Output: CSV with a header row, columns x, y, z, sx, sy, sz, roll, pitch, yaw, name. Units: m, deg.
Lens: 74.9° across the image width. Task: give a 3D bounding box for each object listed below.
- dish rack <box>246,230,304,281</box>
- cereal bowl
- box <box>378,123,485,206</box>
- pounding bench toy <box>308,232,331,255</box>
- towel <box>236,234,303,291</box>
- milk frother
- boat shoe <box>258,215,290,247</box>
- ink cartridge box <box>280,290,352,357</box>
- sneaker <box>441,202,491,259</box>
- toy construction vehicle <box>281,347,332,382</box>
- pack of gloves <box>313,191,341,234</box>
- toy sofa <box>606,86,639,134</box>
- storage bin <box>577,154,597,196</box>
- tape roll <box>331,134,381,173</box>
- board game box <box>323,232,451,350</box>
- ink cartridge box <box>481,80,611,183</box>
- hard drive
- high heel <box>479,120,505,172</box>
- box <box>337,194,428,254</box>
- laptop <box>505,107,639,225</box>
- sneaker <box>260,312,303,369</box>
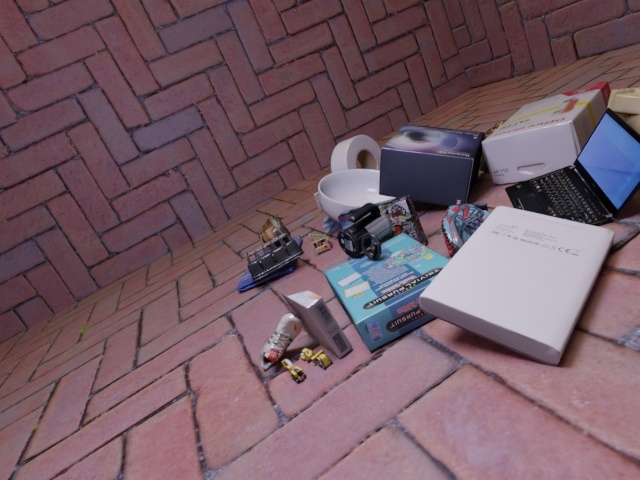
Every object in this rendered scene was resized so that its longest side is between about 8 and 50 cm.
x,y,z,sx,sy,sz,roll,pitch,yaw,name
-0.183,0.047,1.572,0.208,0.074,0.271,-28,13,-7,dish rack
0.157,-0.142,1.547,0.338,0.141,0.339,-1,31,1,cereal bowl
0.388,-0.268,1.445,0.296,0.183,0.294,12,34,22,box
0.000,0.000,1.541,0.065,0.083,0.052,-24,17,7,pounding bench toy
-0.190,0.088,1.655,0.243,0.040,0.336,-24,15,11,towel
0.143,-0.014,1.132,0.134,0.129,0.143,-33,62,-24,milk frother
-0.221,-0.033,1.853,0.120,0.122,0.324,-41,5,-7,boat shoe
-0.014,0.176,0.951,0.045,0.145,0.179,-36,18,-15,ink cartridge box
0.388,-0.041,1.085,0.125,0.104,0.262,-14,21,28,sneaker
-0.033,0.263,0.911,0.086,0.035,0.098,-33,19,-21,toy construction vehicle
0.052,-0.147,1.701,0.046,0.195,0.232,3,32,39,pack of gloves
0.762,-0.210,0.864,0.177,0.150,0.363,-4,31,8,toy sofa
0.716,-0.177,1.047,0.091,0.098,0.135,-9,22,16,storage bin
0.180,-0.332,1.920,0.100,0.286,0.286,-7,26,46,tape roll
0.166,0.104,1.015,0.253,0.079,0.336,-26,17,-4,board game box
0.751,-0.350,1.367,0.384,0.160,0.279,-38,21,-35,ink cartridge box
0.378,0.056,0.790,0.233,0.047,0.353,20,43,36,hard drive
0.619,-0.382,1.601,0.093,0.186,0.261,13,24,-12,high heel
0.183,-0.033,1.250,0.233,0.159,0.044,-13,20,37,box
0.580,-0.149,0.970,0.264,0.137,0.234,-20,35,21,laptop
-0.092,0.238,0.964,0.161,0.057,0.075,-52,13,32,sneaker
